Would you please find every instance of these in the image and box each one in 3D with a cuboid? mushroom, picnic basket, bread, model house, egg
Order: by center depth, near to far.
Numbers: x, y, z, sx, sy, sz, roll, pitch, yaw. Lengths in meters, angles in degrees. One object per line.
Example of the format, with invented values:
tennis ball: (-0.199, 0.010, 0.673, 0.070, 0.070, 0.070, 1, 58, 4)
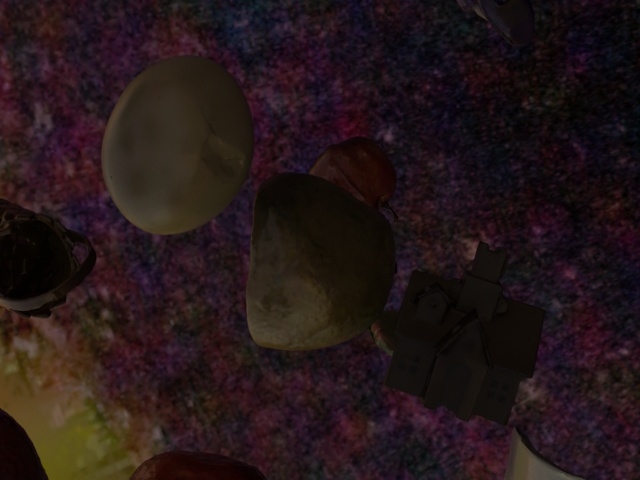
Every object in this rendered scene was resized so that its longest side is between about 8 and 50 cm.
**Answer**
picnic basket: (-0.356, 0.033, 1.073, 0.178, 0.128, 0.138, 11, 142, 34)
model house: (0.220, 0.124, 1.264, 0.204, 0.211, 0.244, -29, -44, -82)
egg: (-0.207, -0.139, 1.267, 0.219, 0.219, 0.269, 27, 96, 49)
mushroom: (0.007, 0.004, 1.337, 0.292, 0.217, 0.212, -82, -12, -47)
bread: (0.188, 0.185, 1.541, 0.228, 0.228, 0.034, 40, 113, 41)

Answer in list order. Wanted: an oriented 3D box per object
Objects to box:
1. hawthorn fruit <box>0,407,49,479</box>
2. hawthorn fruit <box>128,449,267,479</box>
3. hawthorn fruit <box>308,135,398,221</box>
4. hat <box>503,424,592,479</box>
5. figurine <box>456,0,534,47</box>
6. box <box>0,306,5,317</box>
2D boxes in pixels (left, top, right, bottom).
hawthorn fruit: (-0.285, 0.187, 0.626, 0.188, 0.169, 0.169, 19, 122, 48)
hawthorn fruit: (-0.112, 0.347, 1.008, 0.207, 0.243, 0.208, -7, -90, -84)
hawthorn fruit: (0.078, -0.104, 1.647, 0.194, 0.157, 0.157, 43, 144, 8)
hat: (0.303, 0.420, 1.202, 0.257, 0.168, 0.302, 28, 137, 43)
figurine: (0.239, -0.420, 1.320, 0.154, 0.193, 0.421, -58, 9, 14)
box: (-0.626, 0.125, 1.643, 0.015, 0.058, 0.093, 40, 108, 18)
